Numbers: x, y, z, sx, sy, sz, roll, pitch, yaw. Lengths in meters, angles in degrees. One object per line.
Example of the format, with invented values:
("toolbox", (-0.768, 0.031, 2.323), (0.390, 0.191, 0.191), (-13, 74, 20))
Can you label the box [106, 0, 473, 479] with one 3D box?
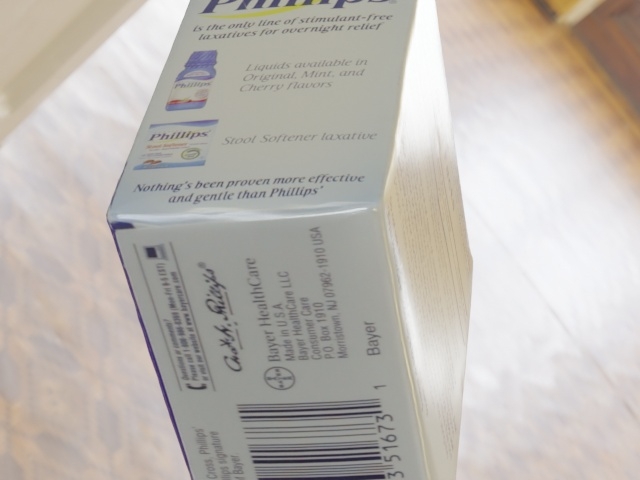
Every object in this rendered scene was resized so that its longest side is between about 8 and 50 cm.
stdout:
("box", (0.000, 0.000, 0.444), (0.137, 0.072, 0.126), (-77, 160, -51))
